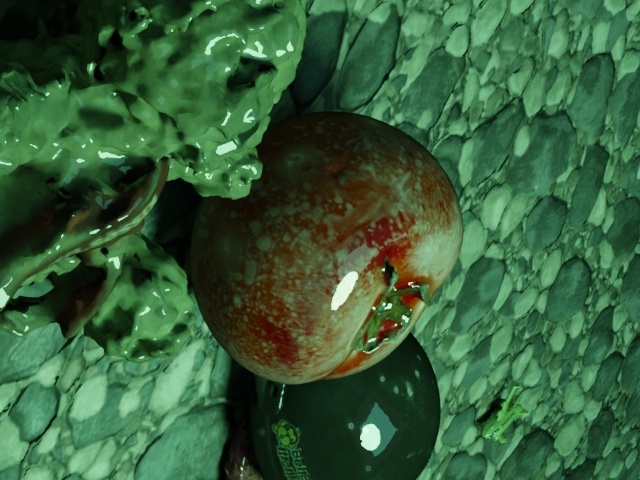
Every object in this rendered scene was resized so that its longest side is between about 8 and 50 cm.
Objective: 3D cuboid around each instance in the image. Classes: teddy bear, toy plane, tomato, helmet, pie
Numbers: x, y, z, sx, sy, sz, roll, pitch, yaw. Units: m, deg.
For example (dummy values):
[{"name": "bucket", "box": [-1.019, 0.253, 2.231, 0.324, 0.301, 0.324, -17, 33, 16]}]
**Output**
[{"name": "teddy bear", "box": [-0.147, -0.069, 1.027, 0.367, 0.224, 0.357, -38, 161, 23]}, {"name": "toy plane", "box": [0.262, 0.258, 2.037, 0.111, 0.040, 0.102, -24, 129, -43]}, {"name": "tomato", "box": [0.000, 0.000, 1.340, 0.270, 0.227, 0.270, -34, 155, -19]}, {"name": "helmet", "box": [0.043, 0.175, 1.535, 0.230, 0.160, 0.279, -43, 132, -43]}, {"name": "pie", "box": [-0.052, 0.235, 1.601, 0.154, 0.036, 0.154, -32, 134, -40]}]
